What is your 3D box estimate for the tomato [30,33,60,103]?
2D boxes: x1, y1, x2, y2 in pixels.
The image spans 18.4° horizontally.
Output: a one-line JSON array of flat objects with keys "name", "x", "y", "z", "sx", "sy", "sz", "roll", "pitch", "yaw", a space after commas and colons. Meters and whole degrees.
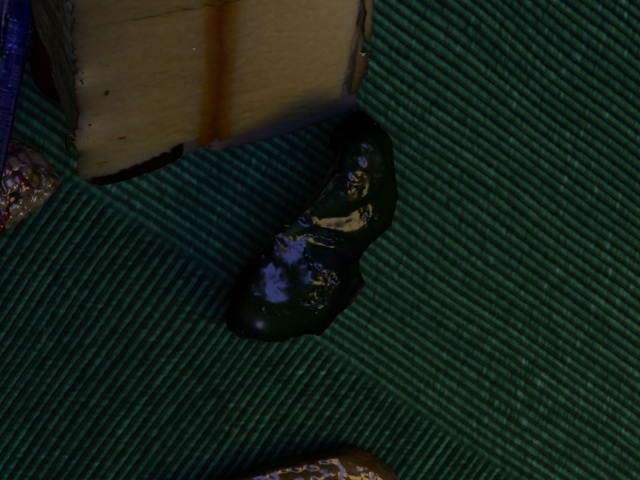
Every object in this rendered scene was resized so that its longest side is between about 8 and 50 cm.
[{"name": "tomato", "x": -0.241, "y": -0.173, "z": 1.921, "sx": 0.087, "sy": 0.075, "sz": 0.087, "roll": 0, "pitch": 93, "yaw": -5}]

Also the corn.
[{"name": "corn", "x": -0.387, "y": -0.008, "z": 1.908, "sx": 0.290, "sy": 0.098, "sz": 0.098, "roll": -29, "pitch": 109, "yaw": -8}]

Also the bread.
[{"name": "bread", "x": -0.081, "y": -0.190, "z": 1.781, "sx": 0.346, "sy": 0.405, "sz": 0.242, "roll": -18, "pitch": 98, "yaw": -18}]

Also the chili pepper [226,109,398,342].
[{"name": "chili pepper", "x": 0.004, "y": 0.007, "z": 2.001, "sx": 0.116, "sy": 0.148, "sz": 0.264, "roll": 33, "pitch": 100, "yaw": 0}]

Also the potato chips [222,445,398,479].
[{"name": "potato chips", "x": -0.112, "y": 0.293, "z": 2.078, "sx": 0.407, "sy": 0.057, "sz": 0.080, "roll": -21, "pitch": 104, "yaw": -10}]

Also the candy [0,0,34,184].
[{"name": "candy", "x": -0.330, "y": -0.130, "z": 1.858, "sx": 0.088, "sy": 0.061, "sz": 0.312, "roll": 12, "pitch": 79, "yaw": -12}]
